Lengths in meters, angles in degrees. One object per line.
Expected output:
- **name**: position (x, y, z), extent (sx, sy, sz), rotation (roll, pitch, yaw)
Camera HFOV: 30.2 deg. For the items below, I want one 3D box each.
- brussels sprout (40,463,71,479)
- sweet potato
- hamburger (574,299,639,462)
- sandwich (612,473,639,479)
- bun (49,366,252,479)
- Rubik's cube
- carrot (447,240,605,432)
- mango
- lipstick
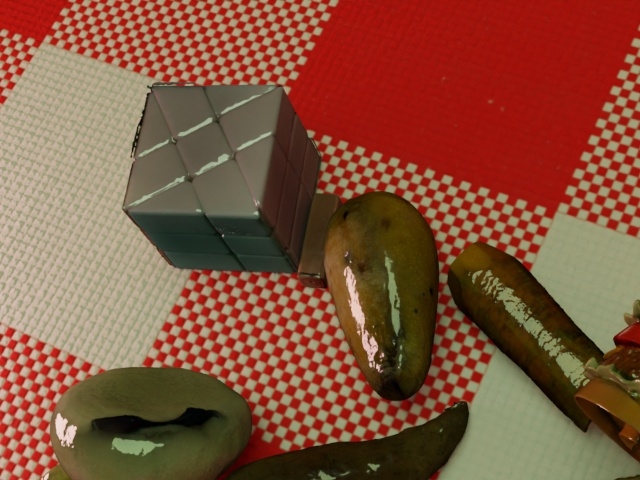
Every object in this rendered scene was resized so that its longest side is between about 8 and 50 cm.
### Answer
- **brussels sprout**: position (-0.341, 0.411, 1.696), extent (0.183, 0.131, 0.145), rotation (25, 69, 18)
- **sweet potato**: position (0.025, 0.333, 1.652), extent (0.422, 0.130, 0.131), rotation (-20, 62, -3)
- **hamburger**: position (0.470, 0.189, 1.458), extent (0.274, 0.274, 0.212), rotation (38, 84, 26)
- **sandwich**: position (0.373, 0.378, 1.496), extent (0.214, 0.065, 0.186), rotation (-4, 39, -16)
- **bun**: position (-0.243, 0.296, 1.682), extent (0.283, 0.283, 0.179), rotation (6, 105, 17)
- **Rubik's cube**: position (-0.147, -0.093, 1.829), extent (0.231, 0.225, 0.221), rotation (2, 66, 16)
- **carrot**: position (0.303, 0.128, 1.677), extent (0.114, 0.114, 0.302), rotation (-40, 65, -6)
- **mango**: position (0.099, 0.079, 1.716), extent (0.175, 0.176, 0.330), rotation (-22, 66, 18)
- **lipstick**: position (0.000, 0.000, 1.851), extent (0.045, 0.045, 0.145), rotation (4, 66, 17)
